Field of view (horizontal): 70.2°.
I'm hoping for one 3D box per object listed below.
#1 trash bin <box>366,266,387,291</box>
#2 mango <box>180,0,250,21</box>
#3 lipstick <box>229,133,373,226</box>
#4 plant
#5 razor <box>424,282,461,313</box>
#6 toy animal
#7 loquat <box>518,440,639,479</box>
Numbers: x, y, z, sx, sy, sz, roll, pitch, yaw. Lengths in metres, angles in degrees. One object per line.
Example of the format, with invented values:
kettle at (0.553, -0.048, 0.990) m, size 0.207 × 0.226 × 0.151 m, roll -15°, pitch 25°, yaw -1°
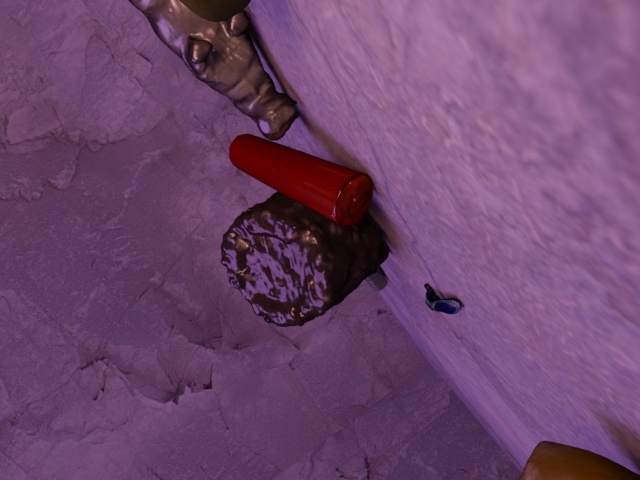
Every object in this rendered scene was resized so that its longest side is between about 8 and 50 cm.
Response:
trash bin at (0.147, 0.087, 1.402) m, size 0.116 × 0.059 × 0.130 m, roll 54°, pitch -179°, yaw 34°
mango at (-0.105, -0.226, 0.300) m, size 0.130 × 0.092 × 0.195 m, roll 51°, pitch -176°, yaw 16°
lipstick at (-0.039, -0.097, 0.657) m, size 0.280 × 0.073 × 0.073 m, roll 31°, pitch 164°, yaw 45°
plant at (0.000, 0.000, 0.799) m, size 0.215 × 0.213 × 0.312 m, roll 54°, pitch -140°, yaw 6°
razor at (0.171, 0.090, 0.653) m, size 0.044 × 0.028 × 0.154 m, roll 53°, pitch 180°, yaw 2°
toy animal at (-0.135, -0.257, 0.614) m, size 0.343 × 0.106 × 0.168 m, roll 49°, pitch -179°, yaw -34°
loquat at (0.214, 0.240, 0.319) m, size 0.195 × 0.152 × 0.152 m, roll 57°, pitch -178°, yaw 39°
